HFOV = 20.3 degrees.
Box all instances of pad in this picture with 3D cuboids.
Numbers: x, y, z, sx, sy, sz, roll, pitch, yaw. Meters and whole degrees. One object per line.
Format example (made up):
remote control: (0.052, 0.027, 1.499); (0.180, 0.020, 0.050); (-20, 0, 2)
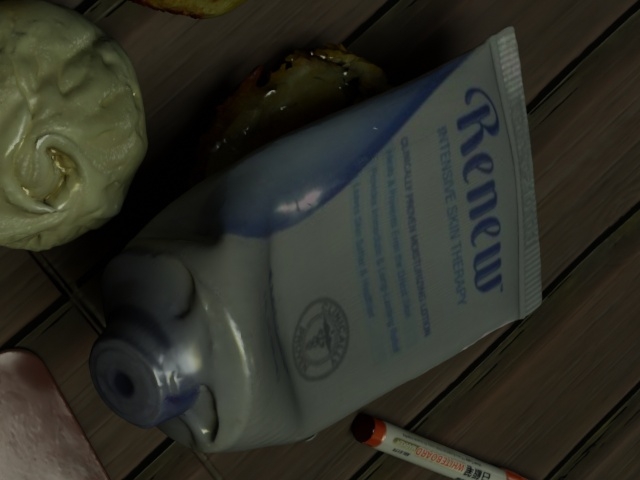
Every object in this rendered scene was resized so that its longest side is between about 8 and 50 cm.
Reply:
pad: (-0.274, 0.210, 1.263); (0.267, 0.004, 0.181); (-34, 109, -25)

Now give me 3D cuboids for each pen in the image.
pen: (0.118, 0.196, 1.559); (0.239, 0.028, 0.028); (26, 94, -38)

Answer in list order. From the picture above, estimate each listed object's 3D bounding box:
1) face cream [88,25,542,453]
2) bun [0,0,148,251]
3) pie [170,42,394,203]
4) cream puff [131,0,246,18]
face cream: (0.013, 0.017, 1.266); (0.420, 0.137, 0.235); (-27, 116, -39)
bun: (-0.190, -0.071, 1.183); (0.183, 0.102, 0.183); (-14, 115, -32)
pie: (-0.001, 0.000, 1.355); (0.308, 0.085, 0.308); (-13, 115, -30)
cream puff: (-0.090, -0.219, 1.200); (0.149, 0.084, 0.149); (-18, 122, -30)
